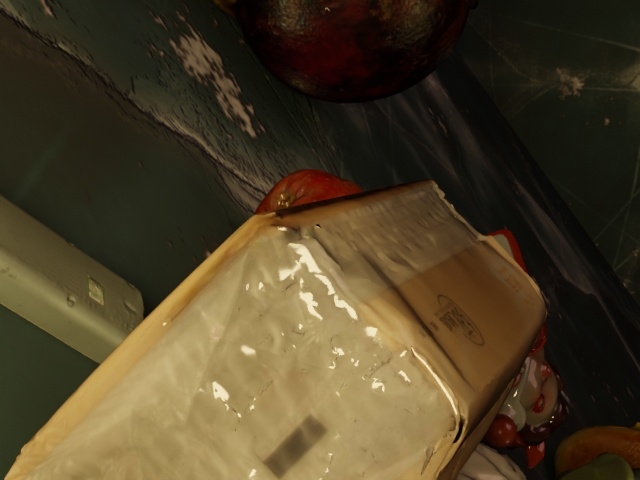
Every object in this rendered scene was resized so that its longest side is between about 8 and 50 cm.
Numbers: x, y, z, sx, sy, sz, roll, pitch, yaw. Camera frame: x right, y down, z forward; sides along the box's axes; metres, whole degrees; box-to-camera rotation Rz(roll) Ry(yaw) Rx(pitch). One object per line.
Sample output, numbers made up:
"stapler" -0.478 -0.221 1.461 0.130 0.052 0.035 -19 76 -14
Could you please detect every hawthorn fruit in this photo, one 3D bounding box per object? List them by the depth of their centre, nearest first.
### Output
"hawthorn fruit" 0.000 0.000 0.998 0.128 0.128 0.128 49 20 -24

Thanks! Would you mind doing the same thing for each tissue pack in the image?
"tissue pack" 0.023 0.110 0.659 0.239 0.238 0.305 59 18 4

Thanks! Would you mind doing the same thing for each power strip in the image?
"power strip" -0.175 0.007 0.662 0.252 0.027 0.060 42 23 -41

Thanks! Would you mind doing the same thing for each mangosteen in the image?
"mangosteen" 0.003 -0.307 1.321 0.306 0.359 0.306 1 90 -75

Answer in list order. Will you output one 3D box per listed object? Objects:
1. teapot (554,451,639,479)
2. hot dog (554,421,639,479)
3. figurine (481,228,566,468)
"teapot" 0.292 0.355 1.102 0.239 0.322 0.239 39 -19 -9
"hot dog" 0.441 0.373 1.351 0.185 0.223 0.405 34 29 -45
"figurine" 0.187 0.145 1.212 0.226 0.160 0.183 55 18 -35
